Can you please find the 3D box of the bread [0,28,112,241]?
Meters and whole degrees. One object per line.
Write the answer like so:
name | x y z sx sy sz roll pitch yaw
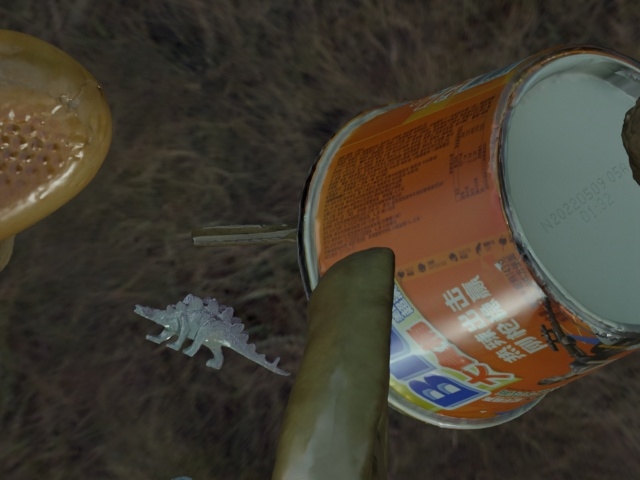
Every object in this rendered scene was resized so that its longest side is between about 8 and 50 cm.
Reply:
bread | -0.199 -0.046 0.801 0.189 0.077 0.114 -21 131 2

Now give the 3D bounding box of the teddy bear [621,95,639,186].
teddy bear | 0.275 -0.043 0.971 0.177 0.140 0.190 -41 66 24

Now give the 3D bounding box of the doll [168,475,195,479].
doll | -0.139 0.202 0.875 0.180 0.075 0.120 -8 73 -8

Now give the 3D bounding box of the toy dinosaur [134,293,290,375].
toy dinosaur | -0.130 0.116 1.910 0.209 0.039 0.082 25 87 3

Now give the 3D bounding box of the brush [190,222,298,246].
brush | 0.000 0.000 1.495 0.248 0.043 0.036 -3 95 -5

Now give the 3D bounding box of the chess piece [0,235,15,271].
chess piece | -0.441 -0.041 1.466 0.301 0.137 0.137 4 93 -3

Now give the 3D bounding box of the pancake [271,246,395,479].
pancake | 0.000 0.139 0.628 0.050 0.294 0.294 5 93 5

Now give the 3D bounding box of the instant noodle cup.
instant noodle cup | 0.158 -0.009 1.207 0.296 0.214 0.296 11 69 -30
